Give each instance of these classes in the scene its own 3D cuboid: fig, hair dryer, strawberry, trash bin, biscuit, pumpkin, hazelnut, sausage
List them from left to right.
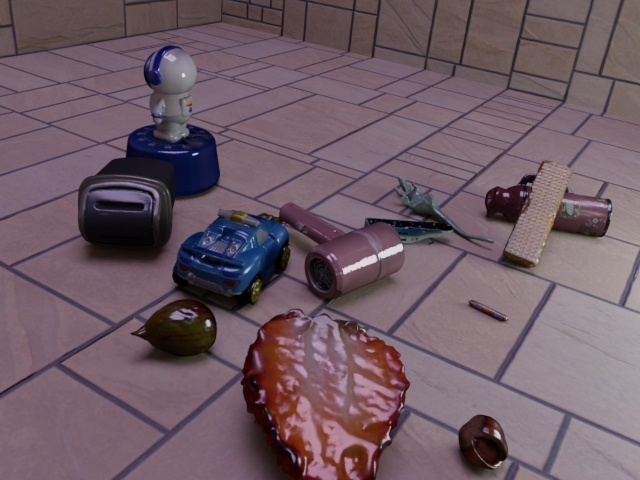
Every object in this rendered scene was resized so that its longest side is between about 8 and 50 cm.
[{"bbox_3d":[-0.449,-0.091,1.535,0.209,0.182,0.290,2,24,-5],"label":"trash bin"},{"bbox_3d":[-0.269,0.163,1.182,0.154,0.103,0.109,-7,8,-38],"label":"fig"},{"bbox_3d":[-0.142,-0.038,1.624,0.074,0.054,0.083,19,35,32],"label":"pumpkin"},{"bbox_3d":[-0.001,0.267,1.021,0.265,0.149,0.336,8,38,-10],"label":"strawberry"},{"bbox_3d":[0.000,0.000,1.510,0.210,0.125,0.352,-21,37,-37],"label":"hair dryer"},{"bbox_3d":[0.262,0.322,1.031,0.086,0.086,0.086,5,29,-3],"label":"hazelnut"},{"bbox_3d":[0.367,0.153,1.414,0.100,0.015,0.015,26,35,33],"label":"sausage"},{"bbox_3d":[0.573,-0.075,1.691,0.094,0.054,0.379,22,55,15],"label":"biscuit"}]

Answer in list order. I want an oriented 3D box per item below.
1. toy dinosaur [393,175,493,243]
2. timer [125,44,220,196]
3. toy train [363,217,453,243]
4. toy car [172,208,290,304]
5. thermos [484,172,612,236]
[{"bbox_3d":[0.298,-0.087,1.768,0.129,0.076,0.383,15,25,-40],"label":"toy dinosaur"},{"bbox_3d":[-0.410,-0.341,1.777,0.270,0.384,0.270,5,28,-2],"label":"timer"},{"bbox_3d":[0.229,-0.022,1.669,0.233,0.051,0.052,4,29,-12],"label":"toy train"},{"bbox_3d":[-0.183,0.009,1.422,0.198,0.166,0.314,18,30,14],"label":"toy car"},{"bbox_3d":[0.630,-0.103,1.804,0.330,0.136,0.109,10,25,8],"label":"thermos"}]
